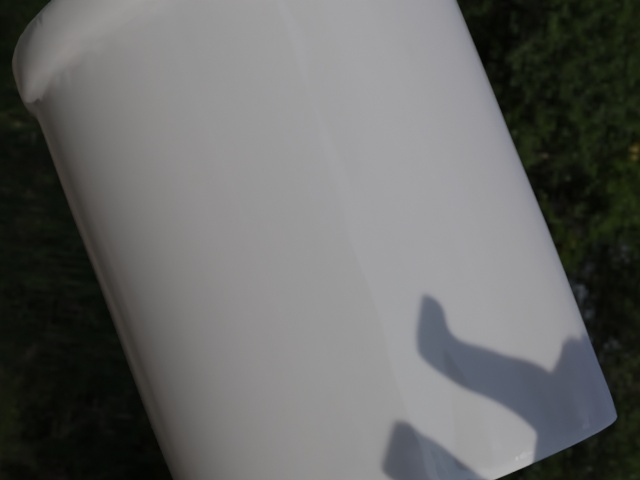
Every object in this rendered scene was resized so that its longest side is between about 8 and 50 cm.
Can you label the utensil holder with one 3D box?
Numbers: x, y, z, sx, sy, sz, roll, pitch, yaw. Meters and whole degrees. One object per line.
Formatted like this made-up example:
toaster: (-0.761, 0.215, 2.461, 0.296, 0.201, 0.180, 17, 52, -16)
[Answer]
utensil holder: (0.000, 0.000, 0.942, 0.327, 0.328, 0.385, 118, -50, -77)
